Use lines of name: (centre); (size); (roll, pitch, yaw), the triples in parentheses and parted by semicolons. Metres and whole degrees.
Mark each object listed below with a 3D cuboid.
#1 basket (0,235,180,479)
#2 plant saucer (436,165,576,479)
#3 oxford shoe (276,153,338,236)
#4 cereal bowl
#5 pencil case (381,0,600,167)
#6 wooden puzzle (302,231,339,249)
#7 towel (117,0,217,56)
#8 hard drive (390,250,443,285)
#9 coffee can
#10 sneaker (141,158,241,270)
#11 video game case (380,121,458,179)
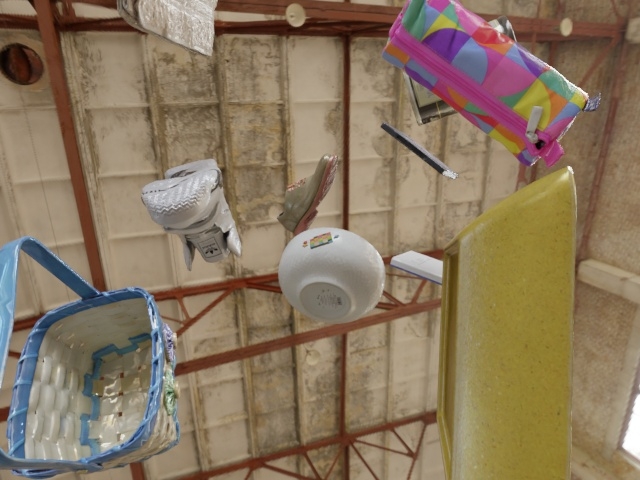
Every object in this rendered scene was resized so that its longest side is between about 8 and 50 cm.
basket: (-0.300, 0.161, 0.566); (0.200, 0.255, 0.289); (-20, -33, 4)
plant saucer: (0.175, 0.118, 0.481); (0.080, 0.332, 0.333); (3, -94, 13)
oxford shoe: (-0.053, -0.152, 1.443); (0.130, 0.123, 0.348); (32, -52, 3)
cereal bowl: (0.025, 0.134, 1.346); (0.338, 0.141, 0.339); (7, -52, 9)
pencil case: (0.181, -0.184, 0.500); (0.236, 0.104, 0.104); (39, -93, 7)
wooden puzzle: (0.000, 0.000, 0.952); (0.083, 0.049, 0.006); (-18, -67, 3)
towel: (-0.270, -0.471, 0.839); (0.049, 0.282, 0.187); (14, -76, 13)
hard drive: (0.457, 0.121, 1.724); (0.210, 0.318, 0.040); (-12, -62, -56)
coffee can: (0.374, -0.450, 1.201); (0.275, 0.202, 0.202); (-14, -60, 19)
sneaker: (-0.232, -0.035, 0.869); (0.137, 0.366, 0.211); (-16, -71, -6)
video game case: (0.348, -0.311, 1.553); (0.026, 0.274, 0.196); (-55, -23, 20)
